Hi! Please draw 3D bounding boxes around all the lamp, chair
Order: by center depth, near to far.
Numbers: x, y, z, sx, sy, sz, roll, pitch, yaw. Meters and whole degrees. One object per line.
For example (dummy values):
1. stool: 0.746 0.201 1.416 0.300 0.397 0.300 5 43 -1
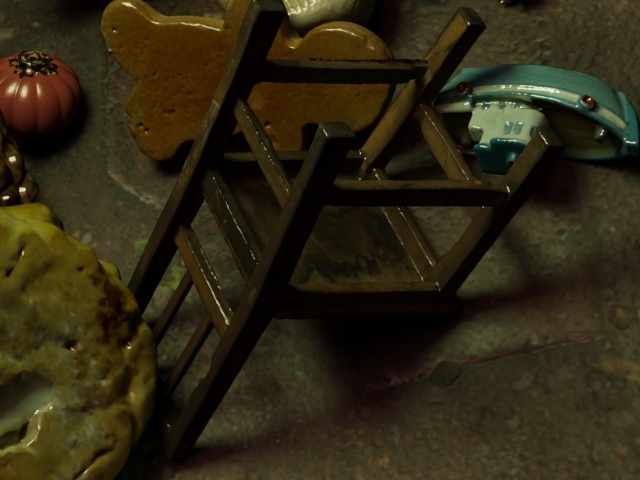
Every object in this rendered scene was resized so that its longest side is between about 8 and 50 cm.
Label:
1. chair: 0.000 0.000 1.615 0.240 0.416 0.203 -3 48 -32
2. lamp: -0.307 -0.155 1.871 0.107 0.092 0.107 4 35 -3

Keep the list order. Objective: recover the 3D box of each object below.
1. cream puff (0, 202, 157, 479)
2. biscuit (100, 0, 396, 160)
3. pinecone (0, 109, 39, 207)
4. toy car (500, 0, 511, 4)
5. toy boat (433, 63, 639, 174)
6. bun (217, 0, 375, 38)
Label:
1. cream puff: -0.330 0.126 1.626 0.257 0.291 0.324 -2 85 51
2. biscuit: -0.065 -0.160 1.732 0.301 0.197 0.049 0 28 24
3. pinecone: -0.422 -0.055 1.782 0.257 0.243 0.243 7 62 49
4. toy car: 0.214 -0.303 1.767 0.143 0.054 0.073 -45 56 -12
5. toy boat: 0.195 -0.096 1.629 0.215 0.088 0.102 5 54 27
6. bun: -0.022 -0.258 1.802 0.166 0.113 0.173 -14 55 6
